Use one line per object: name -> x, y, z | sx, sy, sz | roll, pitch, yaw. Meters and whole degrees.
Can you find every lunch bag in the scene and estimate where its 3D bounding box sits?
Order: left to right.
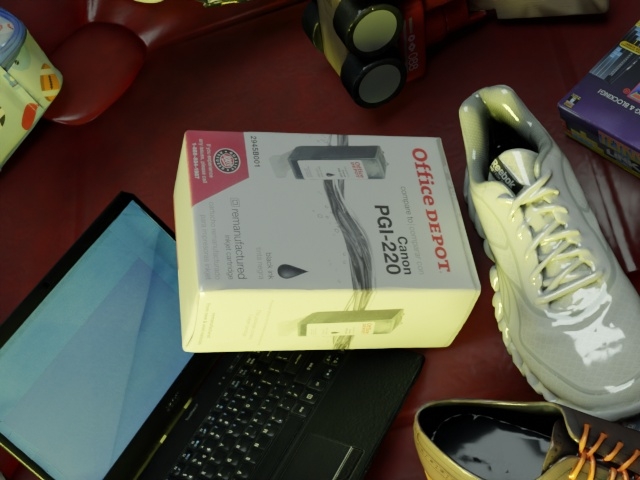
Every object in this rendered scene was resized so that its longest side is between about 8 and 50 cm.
lunch bag -> -0.451, -0.139, 1.126 | 0.243, 0.115, 0.303 | 33, 75, 37

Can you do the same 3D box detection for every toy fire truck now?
toy fire truck -> 0.116, -0.247, 0.907 | 0.246, 0.217, 0.158 | -24, 52, -11

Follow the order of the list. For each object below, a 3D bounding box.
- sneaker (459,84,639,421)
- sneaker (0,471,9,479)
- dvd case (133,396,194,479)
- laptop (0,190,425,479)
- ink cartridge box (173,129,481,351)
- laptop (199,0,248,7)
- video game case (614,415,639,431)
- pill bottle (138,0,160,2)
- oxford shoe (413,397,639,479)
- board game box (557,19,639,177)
sneaker -> 0.168, 0.003, 0.770 | 0.110, 0.118, 0.292 | -23, 52, 6
sneaker -> -0.383, 0.168, 0.862 | 0.295, 0.178, 0.124 | 31, 75, 34
dvd case -> -0.083, 0.242, 0.785 | 0.238, 0.030, 0.179 | 28, 73, 33
laptop -> -0.092, 0.104, 0.773 | 0.264, 0.137, 0.234 | 13, 50, 28
ink cartridge box -> 0.000, 0.000, 0.804 | 0.217, 0.092, 0.159 | 1, 55, -15
laptop -> -0.086, -0.440, 0.933 | 0.407, 0.236, 0.382 | -9, 85, -3
video game case -> 0.266, 0.237, 0.647 | 0.274, 0.026, 0.196 | 21, 70, 31
pill bottle -> -0.152, -0.449, 1.145 | 0.187, 0.188, 0.334 | 25, 72, 33
oxford shoe -> 0.184, 0.161, 0.651 | 0.271, 0.098, 0.097 | 7, 63, 26
board game box -> 0.306, -0.110, 0.832 | 0.141, 0.048, 0.170 | -45, 54, -10
